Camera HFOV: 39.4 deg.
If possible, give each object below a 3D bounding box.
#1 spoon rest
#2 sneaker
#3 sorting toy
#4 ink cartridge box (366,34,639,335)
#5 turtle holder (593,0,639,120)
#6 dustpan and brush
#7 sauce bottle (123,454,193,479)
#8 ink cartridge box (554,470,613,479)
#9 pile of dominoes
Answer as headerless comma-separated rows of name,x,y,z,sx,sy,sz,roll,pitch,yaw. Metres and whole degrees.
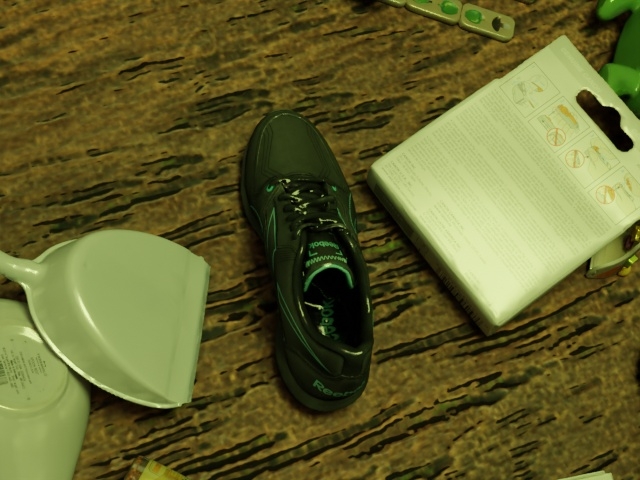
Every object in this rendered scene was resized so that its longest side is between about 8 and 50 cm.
spoon rest,-0.211,0.163,0.633,0.137,0.084,0.276,-3,58,-38
sneaker,0.000,0.000,0.736,0.101,0.106,0.267,-8,69,-15
sorting toy,0.285,-0.009,0.822,0.045,0.075,0.083,19,66,-5
ink cartridge box,0.183,-0.052,0.803,0.224,0.056,0.181,-35,79,-11
turtle holder,0.415,-0.205,0.869,0.227,0.243,0.320,29,32,-14
dustpan and brush,-0.188,0.033,0.674,0.211,0.060,0.147,35,41,-33
sauce bottle,-0.089,0.205,0.666,0.128,0.042,0.042,28,65,-3
ink cartridge box,0.192,0.259,0.700,0.099,0.056,0.135,-6,70,-16
pile of dominoes,0.119,-0.325,0.933,0.251,0.040,0.196,17,66,-7
